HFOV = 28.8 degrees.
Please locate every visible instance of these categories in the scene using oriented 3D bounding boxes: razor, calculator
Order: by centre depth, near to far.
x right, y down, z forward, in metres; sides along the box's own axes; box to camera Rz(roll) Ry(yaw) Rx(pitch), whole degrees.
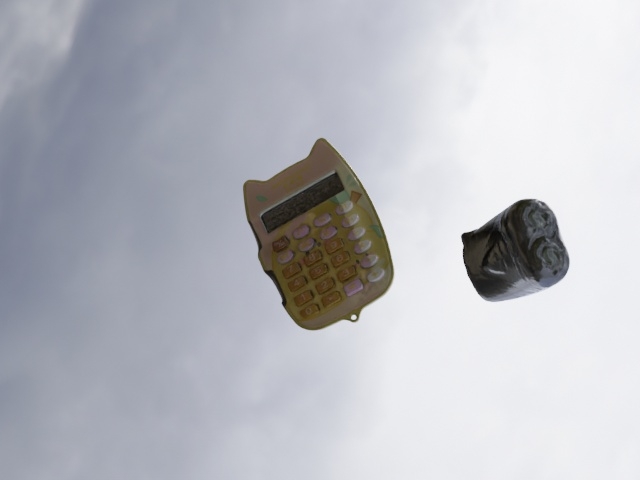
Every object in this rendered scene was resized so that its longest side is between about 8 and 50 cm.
[{"bbox_3d":[0.196,0.013,1.253,0.148,0.054,0.090,143,-68,-70],"label":"razor"},{"bbox_3d":[0.000,0.000,1.501,0.157,0.033,0.236,-28,-118,10],"label":"calculator"}]
